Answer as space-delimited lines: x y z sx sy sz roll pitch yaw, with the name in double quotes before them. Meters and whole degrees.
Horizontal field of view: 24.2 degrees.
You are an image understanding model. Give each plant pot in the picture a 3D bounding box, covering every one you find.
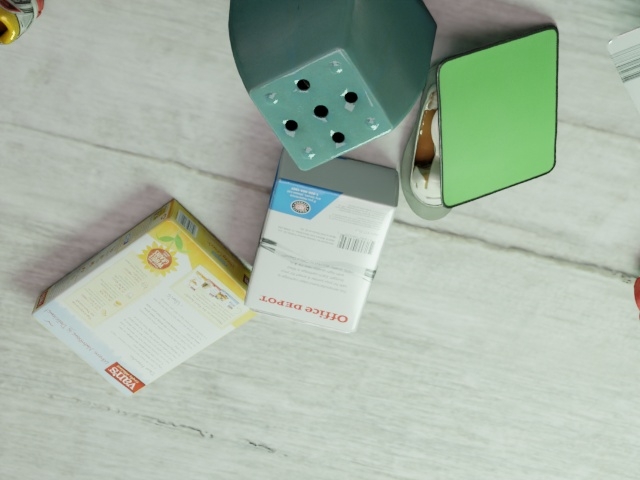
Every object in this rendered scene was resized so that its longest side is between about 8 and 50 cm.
"plant pot" 0.008 -0.187 1.500 0.165 0.234 0.165 -23 121 20

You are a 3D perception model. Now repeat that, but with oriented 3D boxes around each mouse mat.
"mouse mat" 0.193 -0.132 1.619 0.153 0.007 0.189 -19 128 -19

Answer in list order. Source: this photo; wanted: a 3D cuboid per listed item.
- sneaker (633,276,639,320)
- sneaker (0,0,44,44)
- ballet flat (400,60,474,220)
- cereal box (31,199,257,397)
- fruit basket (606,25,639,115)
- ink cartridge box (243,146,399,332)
"sneaker" 0.421 0.041 1.685 0.145 0.090 0.270 -13 145 16
"sneaker" -0.413 -0.243 1.582 0.225 0.092 0.088 -4 125 8
"ballet flat" 0.128 -0.097 1.657 0.072 0.068 0.213 6 126 0
"cereal box" -0.209 0.076 1.823 0.240 0.047 0.173 -32 117 25
"fruit basket" 0.491 -0.163 1.525 0.327 0.165 0.353 -14 153 21
"ink cartridge box" 0.000 0.000 1.729 0.140 0.082 0.190 13 127 -4
